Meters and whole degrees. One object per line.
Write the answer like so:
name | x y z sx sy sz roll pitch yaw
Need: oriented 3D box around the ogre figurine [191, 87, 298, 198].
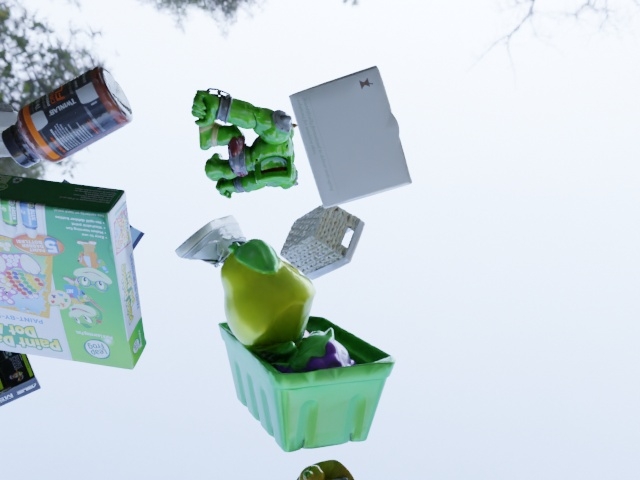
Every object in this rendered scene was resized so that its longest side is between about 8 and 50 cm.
ogre figurine | -0.089 -0.112 0.883 0.118 0.197 0.097 5 -139 5

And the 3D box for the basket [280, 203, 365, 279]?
basket | 0.000 0.000 1.526 0.103 0.167 0.113 33 -121 -18

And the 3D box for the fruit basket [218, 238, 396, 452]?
fruit basket | -0.055 0.173 1.344 0.283 0.392 0.392 -1 -126 -24

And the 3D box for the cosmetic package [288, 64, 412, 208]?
cosmetic package | 0.054 -0.191 1.250 0.155 0.365 0.197 -16 -81 6

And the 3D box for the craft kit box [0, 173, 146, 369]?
craft kit box | -0.350 0.038 0.853 0.250 0.246 0.061 7 -141 6

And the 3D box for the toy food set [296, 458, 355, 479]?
toy food set | 0.003 0.482 1.222 0.128 0.071 0.218 -18 -130 9

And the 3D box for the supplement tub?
supplement tub | -0.416 -0.195 1.147 0.198 0.106 0.106 -28 -121 3

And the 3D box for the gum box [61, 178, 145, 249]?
gum box | -0.403 0.006 1.163 0.184 0.041 0.157 32 -94 27

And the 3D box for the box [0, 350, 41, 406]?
box | -0.605 0.216 1.210 0.184 0.045 0.190 -23 -127 -24

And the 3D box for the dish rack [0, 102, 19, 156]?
dish rack | -0.670 -0.223 1.375 0.286 0.072 0.333 15 -164 26

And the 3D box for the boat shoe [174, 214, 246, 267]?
boat shoe | -0.204 0.008 1.383 0.079 0.227 0.081 -38 -91 20
